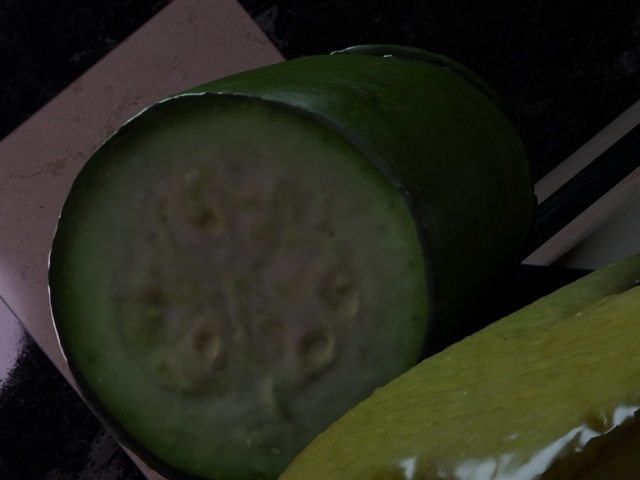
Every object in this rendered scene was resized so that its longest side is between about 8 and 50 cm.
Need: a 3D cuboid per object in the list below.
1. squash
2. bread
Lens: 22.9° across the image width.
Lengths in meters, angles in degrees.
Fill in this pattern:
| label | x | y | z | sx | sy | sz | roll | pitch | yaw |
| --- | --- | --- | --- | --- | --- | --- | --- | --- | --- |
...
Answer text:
| label | x | y | z | sx | sy | sz | roll | pitch | yaw |
| --- | --- | --- | --- | --- | --- | --- | --- | --- | --- |
| squash | 0.000 | 0.000 | 1.114 | 0.263 | 0.263 | 0.384 | -40 | -2 | 20 |
| bread | 0.073 | 0.052 | 0.439 | 0.149 | 0.065 | 0.188 | -27 | 1 | 30 |
